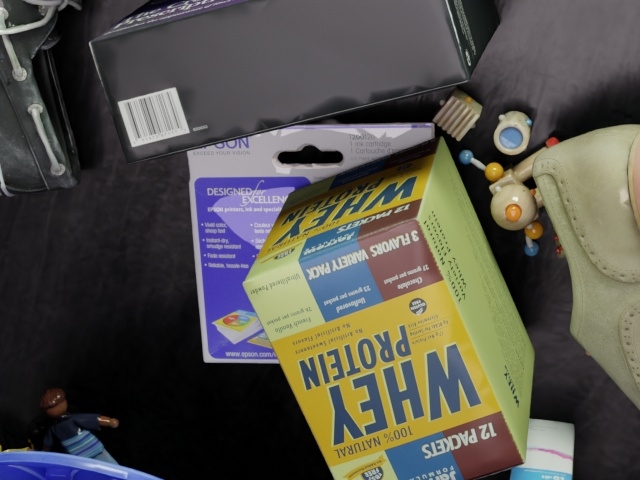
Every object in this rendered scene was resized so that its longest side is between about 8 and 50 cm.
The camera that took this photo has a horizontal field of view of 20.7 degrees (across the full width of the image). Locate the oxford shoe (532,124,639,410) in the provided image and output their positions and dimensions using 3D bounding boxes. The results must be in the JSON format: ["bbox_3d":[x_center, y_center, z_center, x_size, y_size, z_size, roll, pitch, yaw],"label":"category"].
[{"bbox_3d":[0.283,0.081,1.361,0.146,0.140,0.397,-3,116,40],"label":"oxford shoe"}]

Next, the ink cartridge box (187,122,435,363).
[{"bbox_3d":[0.000,0.000,1.424,0.206,0.045,0.208,0,110,11],"label":"ink cartridge box"}]

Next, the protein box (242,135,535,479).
[{"bbox_3d":[0.058,0.059,1.302,0.136,0.201,0.200,-20,105,15],"label":"protein box"}]

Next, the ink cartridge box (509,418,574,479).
[{"bbox_3d":[0.178,0.210,1.418,0.052,0.122,0.089,3,110,7],"label":"ink cartridge box"}]

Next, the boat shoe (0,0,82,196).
[{"bbox_3d":[-0.246,-0.177,1.383,0.104,0.113,0.306,-3,111,7],"label":"boat shoe"}]

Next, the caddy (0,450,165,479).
[{"bbox_3d":[-0.178,0.281,1.438,0.241,0.179,0.341,0,148,17],"label":"caddy"}]

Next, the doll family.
[{"bbox_3d":[-0.249,0.196,1.536,0.193,0.076,0.111,-28,98,13],"label":"doll family"}]

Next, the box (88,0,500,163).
[{"bbox_3d":[-0.013,-0.153,1.300,0.261,0.184,0.103,-13,103,16],"label":"box"}]

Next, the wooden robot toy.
[{"bbox_3d":[0.155,-0.043,1.357,0.076,0.079,0.173,-33,99,21],"label":"wooden robot toy"}]
